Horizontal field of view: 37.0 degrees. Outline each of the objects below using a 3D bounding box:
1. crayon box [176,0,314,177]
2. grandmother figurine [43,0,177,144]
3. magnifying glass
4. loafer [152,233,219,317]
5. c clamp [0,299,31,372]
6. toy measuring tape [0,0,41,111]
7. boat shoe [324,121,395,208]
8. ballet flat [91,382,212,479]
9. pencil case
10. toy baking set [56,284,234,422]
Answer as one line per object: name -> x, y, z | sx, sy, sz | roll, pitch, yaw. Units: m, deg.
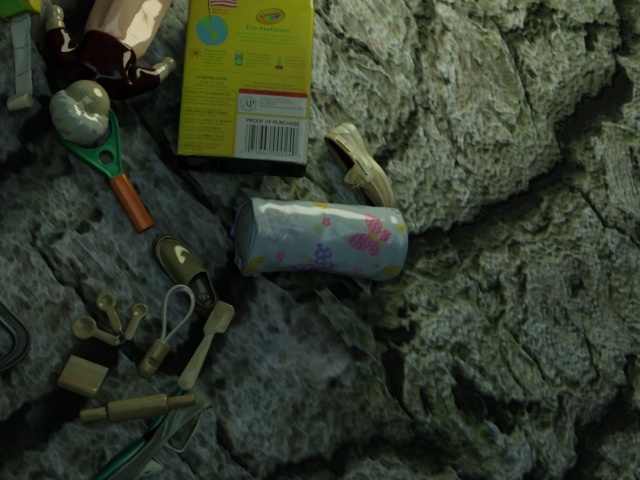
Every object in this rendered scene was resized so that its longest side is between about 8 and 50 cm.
crayon box -> -0.114, -0.265, 1.513 | 0.202, 0.081, 0.318 | 4, 77, -4
grandmother figurine -> -0.319, -0.293, 1.444 | 0.208, 0.104, 0.342 | 19, 64, -7
magnifying glass -> -0.323, -0.117, 1.458 | 0.092, 0.026, 0.231 | -30, 87, -24
loafer -> -0.198, 0.049, 1.449 | 0.056, 0.050, 0.148 | -40, 93, -24
c clamp -> -0.494, 0.131, 1.337 | 0.161, 0.022, 0.137 | 41, 62, -6
toy measuring tape -> -0.471, -0.359, 1.404 | 0.121, 0.121, 0.330 | 1, 77, -21
boat shoe -> 0.062, -0.113, 1.583 | 0.059, 0.063, 0.170 | -27, 79, -21
ballet flat -> -0.235, 0.294, 1.368 | 0.068, 0.072, 0.213 | 47, 66, -10
pencil case -> 0.000, 0.000, 1.502 | 0.273, 0.113, 0.124 | 3, 90, -20
toy baking set -> -0.249, 0.159, 1.374 | 0.256, 0.030, 0.196 | -4, 69, -5
